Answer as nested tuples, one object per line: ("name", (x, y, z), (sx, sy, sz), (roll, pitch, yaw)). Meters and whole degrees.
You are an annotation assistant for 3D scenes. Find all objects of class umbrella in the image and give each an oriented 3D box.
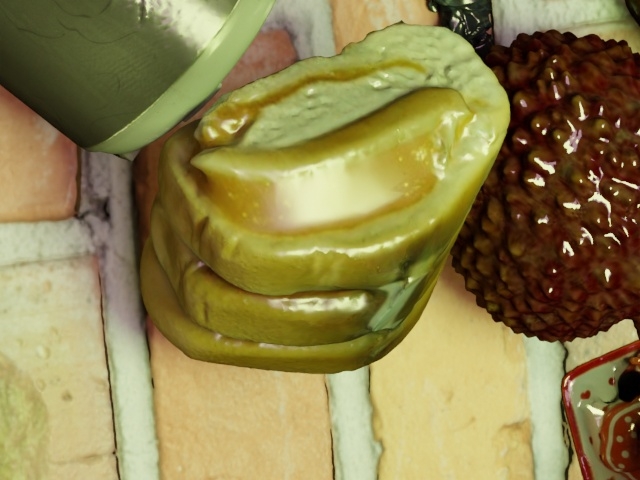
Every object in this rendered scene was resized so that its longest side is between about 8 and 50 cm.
("umbrella", (0.134, -0.278, 1.873), (0.071, 0.080, 0.224), (-40, 117, -52))

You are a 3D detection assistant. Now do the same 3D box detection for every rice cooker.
("rice cooker", (-0.199, -0.241, 1.619), (0.277, 0.288, 0.288), (38, 79, -21))

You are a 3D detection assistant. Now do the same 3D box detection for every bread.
("bread", (0.000, 0.000, 1.684), (0.301, 0.341, 0.210), (-18, 65, -28))

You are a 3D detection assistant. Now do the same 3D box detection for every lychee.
("lychee", (0.254, -0.045, 1.825), (0.306, 0.306, 0.330), (-29, 88, -19))

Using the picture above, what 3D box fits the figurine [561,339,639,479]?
("figurine", (0.383, 0.210, 1.935), (0.160, 0.226, 0.183), (-21, 103, -20))

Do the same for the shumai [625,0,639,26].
("shumai", (0.481, -0.286, 1.917), (0.397, 0.324, 0.323), (26, 99, -18))
